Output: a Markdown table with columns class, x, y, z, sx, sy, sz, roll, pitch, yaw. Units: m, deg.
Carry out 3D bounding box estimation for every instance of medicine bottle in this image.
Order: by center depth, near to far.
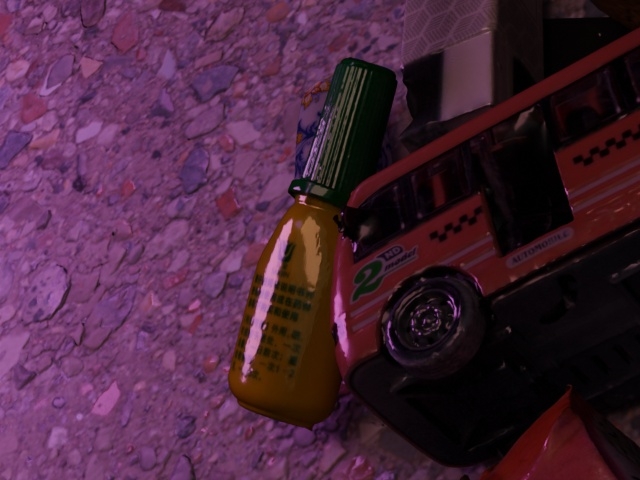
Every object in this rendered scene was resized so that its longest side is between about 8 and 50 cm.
| class | x | y | z | sx | sy | sz | roll | pitch | yaw |
| --- | --- | --- | --- | --- | --- | --- | --- | --- | --- |
| medicine bottle | 0.000 | 0.000 | 1.343 | 0.111 | 0.076 | 0.309 | 15 | 91 | 39 |

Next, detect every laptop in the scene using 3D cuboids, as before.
| class | x | y | z | sx | sy | sz | roll | pitch | yaw |
| --- | --- | --- | --- | --- | --- | --- | --- | --- | --- |
| laptop | 0.186 | -0.143 | 1.420 | 0.197 | 0.016 | 0.135 | 3 | 59 | 39 |

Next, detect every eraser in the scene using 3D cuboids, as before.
| class | x | y | z | sx | sy | sz | roll | pitch | yaw |
| --- | --- | --- | --- | --- | --- | --- | --- | --- | --- |
| eraser | 0.136 | -0.227 | 1.440 | 0.098 | 0.096 | 0.404 | -19 | 44 | 28 |

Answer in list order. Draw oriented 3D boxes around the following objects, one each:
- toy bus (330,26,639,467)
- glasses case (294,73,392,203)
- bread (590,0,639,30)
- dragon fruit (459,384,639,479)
| class | x | y | z | sx | sy | sz | roll | pitch | yaw |
| --- | --- | --- | --- | --- | --- | --- | --- | --- | --- |
| toy bus | 0.216 | -0.013 | 1.185 | 0.427 | 0.203 | 0.233 | -28 | 45 | 19 |
| glasses case | 0.021 | -0.041 | 1.445 | 0.087 | 0.065 | 0.248 | -19 | 55 | 32 |
| bread | 0.261 | -0.279 | 1.220 | 0.251 | 0.376 | 0.208 | 30 | 90 | 29 |
| dragon fruit | 0.176 | 0.242 | 0.983 | 0.189 | 0.290 | 0.290 | -44 | 44 | 5 |
